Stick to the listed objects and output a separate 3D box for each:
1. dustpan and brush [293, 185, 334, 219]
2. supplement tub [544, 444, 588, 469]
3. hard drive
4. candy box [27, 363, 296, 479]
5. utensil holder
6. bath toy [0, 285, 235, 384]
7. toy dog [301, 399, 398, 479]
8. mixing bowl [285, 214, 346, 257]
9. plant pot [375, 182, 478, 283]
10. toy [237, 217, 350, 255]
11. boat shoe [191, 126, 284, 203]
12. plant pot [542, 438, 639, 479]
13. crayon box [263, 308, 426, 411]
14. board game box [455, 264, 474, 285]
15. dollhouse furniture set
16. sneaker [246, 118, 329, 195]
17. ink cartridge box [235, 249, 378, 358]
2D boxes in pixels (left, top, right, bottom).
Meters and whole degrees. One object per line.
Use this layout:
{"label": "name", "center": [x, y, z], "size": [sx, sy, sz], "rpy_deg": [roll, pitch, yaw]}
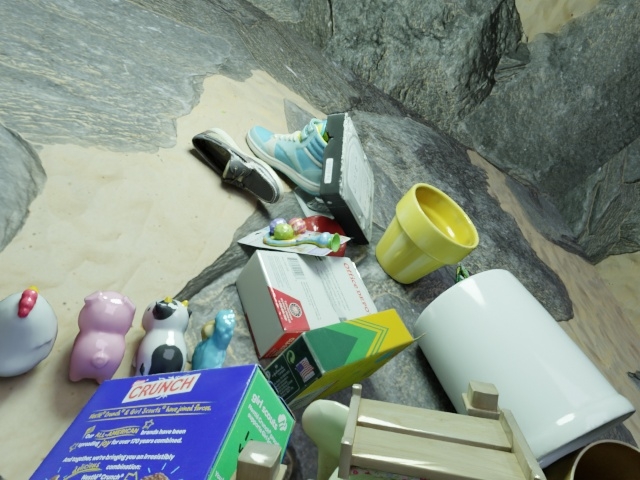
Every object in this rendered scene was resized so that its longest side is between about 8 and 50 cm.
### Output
{"label": "dustpan and brush", "center": [0.035, -0.115, 1.364], "size": [0.211, 0.060, 0.147], "rpy_deg": [3, 50, -43]}
{"label": "supplement tub", "center": [0.708, 0.636, 1.078], "size": [0.272, 0.191, 0.191], "rpy_deg": [35, 35, -11]}
{"label": "hard drive", "center": [0.085, -0.153, 1.228], "size": [0.339, 0.064, 0.237], "rpy_deg": [52, 40, -61]}
{"label": "candy box", "center": [-0.205, 0.300, 0.484], "size": [0.122, 0.268, 0.317], "rpy_deg": [65, 26, -27]}
{"label": "utensil holder", "center": [0.443, 0.310, 1.050], "size": [0.327, 0.328, 0.386], "rpy_deg": [9, 39, -39]}
{"label": "bath toy", "center": [-0.312, 0.139, 0.683], "size": [0.348, 0.129, 0.151], "rpy_deg": [16, 30, -32]}
{"label": "toy dog", "center": [0.017, 0.472, 0.484], "size": [0.395, 0.285, 0.408], "rpy_deg": [27, 38, 15]}
{"label": "mixing bowl", "center": [0.000, 0.000, 1.171], "size": [0.181, 0.098, 0.182], "rpy_deg": [25, 38, -21]}
{"label": "plant pot", "center": [0.298, -0.003, 1.339], "size": [0.253, 0.239, 0.254], "rpy_deg": [26, 38, -22]}
{"label": "toy", "center": [-0.063, -0.020, 1.049], "size": [0.237, 0.056, 0.137], "rpy_deg": [12, 23, 27]}
{"label": "boat shoe", "center": [-0.222, -0.188, 1.166], "size": [0.285, 0.103, 0.092], "rpy_deg": [43, 39, 8]}
{"label": "plant pot", "center": [0.531, 0.545, 0.899], "size": [0.236, 0.254, 0.237], "rpy_deg": [6, 59, -10]}
{"label": "crayon box", "center": [0.040, 0.231, 0.865], "size": [0.318, 0.202, 0.081], "rpy_deg": [-2, 53, -47]}
{"label": "board game box", "center": [0.587, 0.206, 1.579], "size": [0.259, 0.030, 0.136], "rpy_deg": [38, 36, -5]}
{"label": "dollhouse furniture set", "center": [0.060, 0.284, 0.480], "size": [0.302, 0.174, 0.355], "rpy_deg": [7, 8, 10]}
{"label": "sneaker", "center": [-0.067, -0.302, 1.319], "size": [0.319, 0.208, 0.127], "rpy_deg": [36, 34, 12]}
{"label": "ink cartridge box", "center": [-0.024, 0.138, 0.980], "size": [0.272, 0.114, 0.197], "rpy_deg": [6, 47, -39]}
